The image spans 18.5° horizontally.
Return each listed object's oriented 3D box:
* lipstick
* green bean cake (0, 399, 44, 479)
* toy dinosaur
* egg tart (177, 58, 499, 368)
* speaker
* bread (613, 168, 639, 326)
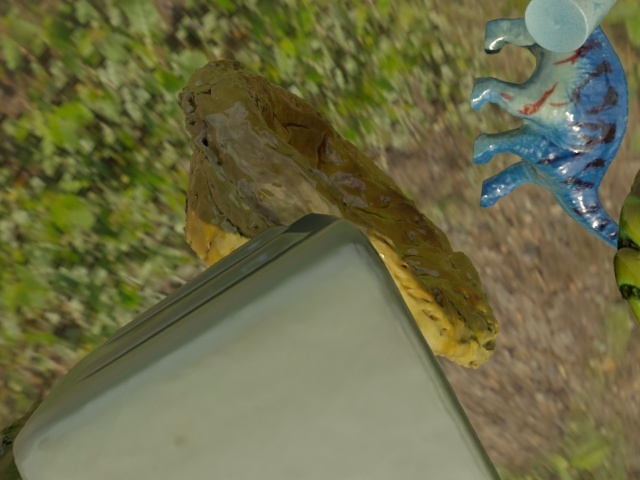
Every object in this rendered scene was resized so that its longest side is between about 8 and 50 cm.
[{"bbox_3d":[0.194,-0.188,1.372,0.048,0.048,0.158,28,44,13],"label":"lipstick"},{"bbox_3d":[-0.104,0.289,1.352,0.319,0.335,0.218,12,125,-1],"label":"green bean cake"},{"bbox_3d":[0.168,-0.094,1.435,0.144,0.076,0.329,-9,97,19],"label":"toy dinosaur"},{"bbox_3d":[-0.001,0.000,1.543,0.341,0.341,0.129,44,99,13],"label":"egg tart"},{"bbox_3d":[-0.032,0.103,1.017,0.184,0.406,0.183,-29,93,-2],"label":"speaker"},{"bbox_3d":[0.161,0.022,0.695,0.130,0.071,0.139,3,108,49],"label":"bread"}]
